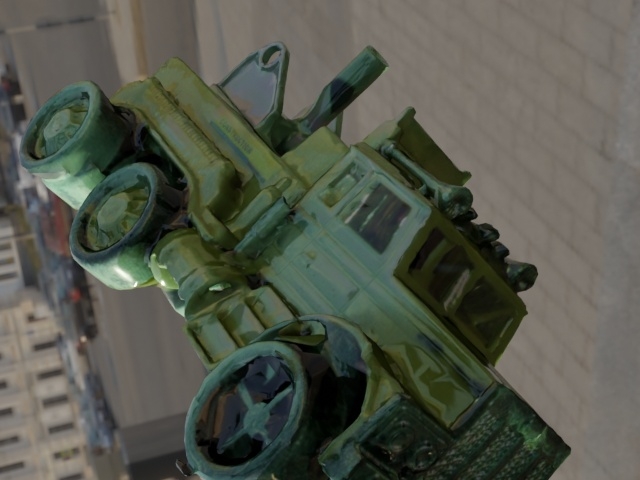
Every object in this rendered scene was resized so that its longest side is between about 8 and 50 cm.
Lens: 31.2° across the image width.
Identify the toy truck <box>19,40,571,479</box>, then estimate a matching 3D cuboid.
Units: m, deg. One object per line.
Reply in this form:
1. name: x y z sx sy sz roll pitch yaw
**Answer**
1. toy truck: -0.001 0.004 0.419 0.128 0.135 0.259 43 -173 -39
